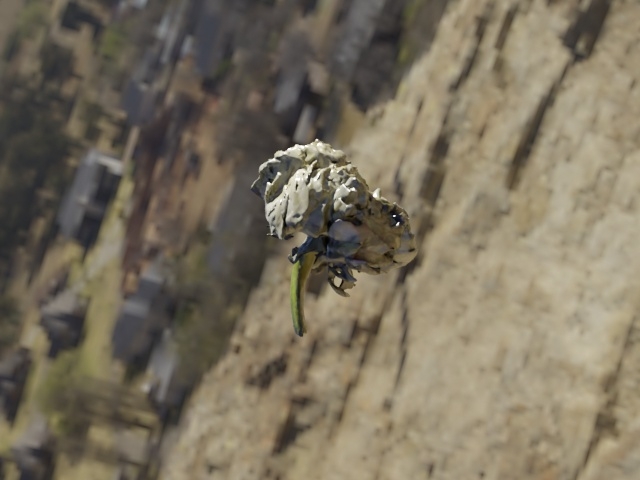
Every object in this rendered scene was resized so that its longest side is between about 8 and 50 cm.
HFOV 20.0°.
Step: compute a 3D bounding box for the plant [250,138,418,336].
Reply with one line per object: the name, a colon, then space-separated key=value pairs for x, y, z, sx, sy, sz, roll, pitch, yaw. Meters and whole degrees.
plant: x=0.000 y=0.000 z=1.238 sx=0.116 sy=0.104 sz=0.122 roll=37 pitch=102 yaw=27
